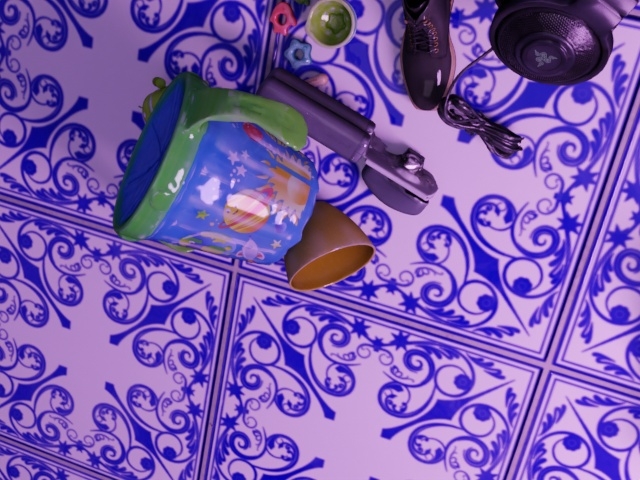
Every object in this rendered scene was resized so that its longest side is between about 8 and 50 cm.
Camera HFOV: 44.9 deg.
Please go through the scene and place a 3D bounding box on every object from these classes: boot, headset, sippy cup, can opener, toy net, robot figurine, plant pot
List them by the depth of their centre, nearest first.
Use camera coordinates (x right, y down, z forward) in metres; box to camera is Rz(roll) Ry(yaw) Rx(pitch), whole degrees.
[{"bbox_3d":[0.285,-0.259,0.894,0.185,0.243,0.394,32,131,-15],"label":"headset"},{"bbox_3d":[0.126,-0.256,0.980,0.077,0.137,0.197,3,109,17],"label":"boot"},{"bbox_3d":[-0.133,-0.078,1.058,0.224,0.305,0.240,23,90,-24],"label":"sippy cup"},{"bbox_3d":[0.033,-0.125,1.068,0.283,0.076,0.095,30,125,-5],"label":"can opener"},{"bbox_3d":[-0.043,-0.249,1.088,0.122,0.045,0.232,35,115,4],"label":"toy net"},{"bbox_3d":[0.000,0.000,1.122,0.134,0.134,0.095,-34,67,25],"label":"plant pot"},{"bbox_3d":[-0.214,-0.198,1.149,0.115,0.067,0.101,-16,114,22],"label":"robot figurine"}]
